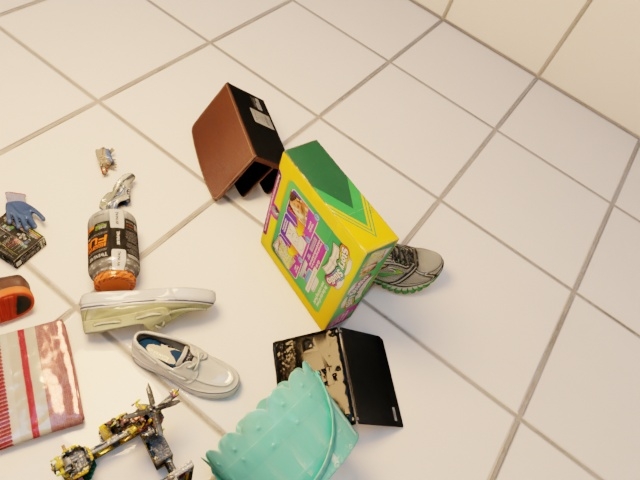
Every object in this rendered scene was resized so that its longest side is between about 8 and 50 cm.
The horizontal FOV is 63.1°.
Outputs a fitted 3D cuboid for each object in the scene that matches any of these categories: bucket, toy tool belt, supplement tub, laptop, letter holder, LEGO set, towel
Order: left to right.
[{"bbox_3d":[-0.671,0.311,1.052,0.328,0.037,0.237,-14,62,-23],"label":"towel"},{"bbox_3d":[-0.590,-0.222,1.446,0.051,0.052,0.083,-19,63,-17],"label":"toy tool belt"},{"bbox_3d":[-0.497,0.029,1.252,0.116,0.117,0.191,-5,56,-19],"label":"supplement tub"},{"bbox_3d":[-0.337,0.449,0.949,0.254,0.192,0.332,-17,61,-26],"label":"LEGO set"},{"bbox_3d":[-0.242,-0.267,1.538,0.152,0.214,0.302,14,44,-48],"label":"letter holder"},{"bbox_3d":[-0.071,0.396,1.021,0.183,0.281,0.281,46,56,8],"label":"bucket"},{"bbox_3d":[0.039,0.344,1.250,0.264,0.137,0.235,-14,56,5],"label":"laptop"}]

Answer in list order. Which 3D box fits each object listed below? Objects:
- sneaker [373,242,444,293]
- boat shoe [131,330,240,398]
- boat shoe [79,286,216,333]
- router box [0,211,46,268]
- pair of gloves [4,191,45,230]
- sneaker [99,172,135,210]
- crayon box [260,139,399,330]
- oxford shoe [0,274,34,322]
[{"bbox_3d":[0.183,0.057,1.415,0.343,0.146,0.134,2,55,-16],"label":"sneaker"},{"bbox_3d":[-0.299,0.274,1.154,0.257,0.084,0.095,18,52,-3],"label":"boat shoe"},{"bbox_3d":[-0.396,0.162,1.212,0.301,0.109,0.094,-3,80,-14],"label":"boat shoe"},{"bbox_3d":[-0.741,-0.001,1.250,0.122,0.038,0.092,32,53,7],"label":"router box"},{"bbox_3d":[-0.770,-0.074,1.245,0.198,0.023,0.159,6,32,-42],"label":"pair of gloves"},{"bbox_3d":[-0.531,-0.122,1.399,0.058,0.052,0.135,30,59,-6],"label":"sneaker"},{"bbox_3d":[0.000,0.000,1.263,0.106,0.363,0.313,-25,66,-30],"label":"crayon box"},{"bbox_3d":[-0.771,0.143,1.119,0.271,0.097,0.098,-14,43,-32],"label":"oxford shoe"}]
